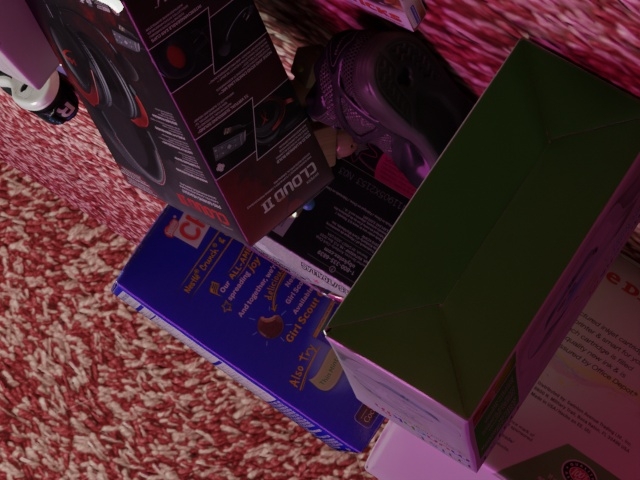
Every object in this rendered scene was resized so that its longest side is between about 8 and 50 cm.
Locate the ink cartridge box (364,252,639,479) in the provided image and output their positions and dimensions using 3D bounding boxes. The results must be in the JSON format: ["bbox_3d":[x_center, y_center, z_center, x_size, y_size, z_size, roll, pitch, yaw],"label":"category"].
[{"bbox_3d":[0.200,0.135,1.433,0.201,0.278,0.117,33,142,8],"label":"ink cartridge box"}]

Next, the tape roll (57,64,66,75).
[{"bbox_3d":[-0.302,-0.260,1.820,0.189,0.080,0.189,33,169,7],"label":"tape roll"}]

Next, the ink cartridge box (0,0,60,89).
[{"bbox_3d":[-0.330,-0.286,1.530,0.232,0.168,0.171,28,168,31],"label":"ink cartridge box"}]

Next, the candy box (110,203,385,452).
[{"bbox_3d":[-0.025,0.034,1.764,0.317,0.268,0.122,36,166,-6],"label":"candy box"}]

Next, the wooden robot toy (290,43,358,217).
[{"bbox_3d":[-0.001,-0.103,1.514,0.076,0.079,0.173,33,128,46],"label":"wooden robot toy"}]

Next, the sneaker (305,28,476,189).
[{"bbox_3d":[0.073,-0.097,1.380,0.130,0.087,0.227,24,163,51],"label":"sneaker"}]

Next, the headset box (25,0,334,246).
[{"bbox_3d":[-0.126,-0.139,1.433,0.218,0.110,0.293,27,150,48],"label":"headset box"}]

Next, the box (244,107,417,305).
[{"bbox_3d":[0.050,-0.013,1.599,0.247,0.163,0.142,31,171,18],"label":"box"}]

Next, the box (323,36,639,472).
[{"bbox_3d":[0.131,0.019,1.227,0.126,0.262,0.231,31,168,16],"label":"box"}]

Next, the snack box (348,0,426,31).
[{"bbox_3d":[-0.003,-0.215,1.241,0.178,0.022,0.064,29,170,25],"label":"snack box"}]

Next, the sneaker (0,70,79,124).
[{"bbox_3d":[-0.386,-0.210,2.351,0.121,0.079,0.217,37,178,-33],"label":"sneaker"}]
